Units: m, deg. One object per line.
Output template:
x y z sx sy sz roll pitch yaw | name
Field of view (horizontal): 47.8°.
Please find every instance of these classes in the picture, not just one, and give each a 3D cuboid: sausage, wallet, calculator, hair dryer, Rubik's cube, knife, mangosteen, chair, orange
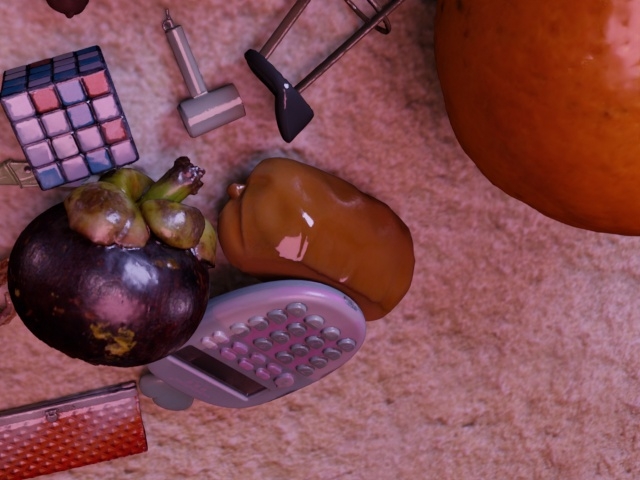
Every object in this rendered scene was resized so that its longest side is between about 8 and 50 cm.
0.000 0.000 0.792 0.241 0.120 0.136 23 63 -32 | sausage
-0.310 0.232 0.856 0.197 0.020 0.103 -10 119 -16 | wallet
-0.087 0.126 0.816 0.299 0.041 0.185 -28 134 28 | calculator
-0.123 -0.168 0.711 0.063 0.038 0.124 -24 116 -9 | hair dryer
-0.228 -0.114 0.659 0.092 0.092 0.092 -19 122 -10 | Rubik's cube
-0.308 -0.065 0.703 0.207 0.014 0.030 -1 117 -23 | knife
-0.186 0.012 0.692 0.192 0.192 0.217 24 93 -30 | mangosteen
0.008 -0.207 0.708 0.095 0.104 0.221 41 93 -7 | chair
0.309 -0.213 0.679 0.425 0.326 0.423 -1 126 -1 | orange

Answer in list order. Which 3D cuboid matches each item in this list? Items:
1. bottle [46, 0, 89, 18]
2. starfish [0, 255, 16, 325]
-0.215 -0.245 0.626 0.063 0.047 0.101 26 114 7 | bottle
-0.382 0.039 0.720 0.210 0.053 0.150 -16 134 -17 | starfish
